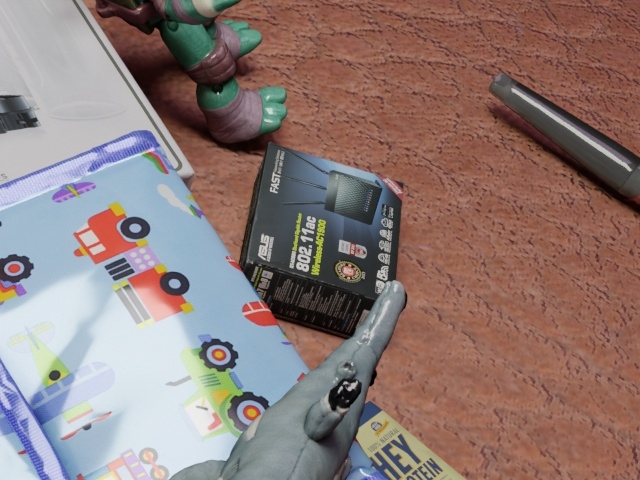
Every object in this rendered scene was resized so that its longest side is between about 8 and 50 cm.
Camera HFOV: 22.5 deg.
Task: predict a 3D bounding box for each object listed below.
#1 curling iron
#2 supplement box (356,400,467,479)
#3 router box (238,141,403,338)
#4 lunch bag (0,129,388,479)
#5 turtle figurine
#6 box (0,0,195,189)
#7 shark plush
[{"bbox_3d":[0.238,-0.040,1.149,0.274,0.035,0.068,30,35,8],"label":"curling iron"},{"bbox_3d":[0.026,0.142,0.795,0.083,0.083,0.056,38,41,19],"label":"supplement box"},{"bbox_3d":[0.000,0.000,0.985,0.092,0.038,0.122,16,39,-7],"label":"router box"},{"bbox_3d":[-0.158,0.102,0.705,0.293,0.138,0.221,-18,62,-36],"label":"lunch bag"},{"bbox_3d":[-0.088,-0.175,1.000,0.118,0.234,0.175,-9,51,11],"label":"turtle figurine"},{"bbox_3d":[-0.214,-0.094,0.953,0.169,0.087,0.290,-10,49,-33],"label":"box"},{"bbox_3d":[0.004,0.082,0.657,0.073,0.067,0.161,43,53,9],"label":"shark plush"}]
